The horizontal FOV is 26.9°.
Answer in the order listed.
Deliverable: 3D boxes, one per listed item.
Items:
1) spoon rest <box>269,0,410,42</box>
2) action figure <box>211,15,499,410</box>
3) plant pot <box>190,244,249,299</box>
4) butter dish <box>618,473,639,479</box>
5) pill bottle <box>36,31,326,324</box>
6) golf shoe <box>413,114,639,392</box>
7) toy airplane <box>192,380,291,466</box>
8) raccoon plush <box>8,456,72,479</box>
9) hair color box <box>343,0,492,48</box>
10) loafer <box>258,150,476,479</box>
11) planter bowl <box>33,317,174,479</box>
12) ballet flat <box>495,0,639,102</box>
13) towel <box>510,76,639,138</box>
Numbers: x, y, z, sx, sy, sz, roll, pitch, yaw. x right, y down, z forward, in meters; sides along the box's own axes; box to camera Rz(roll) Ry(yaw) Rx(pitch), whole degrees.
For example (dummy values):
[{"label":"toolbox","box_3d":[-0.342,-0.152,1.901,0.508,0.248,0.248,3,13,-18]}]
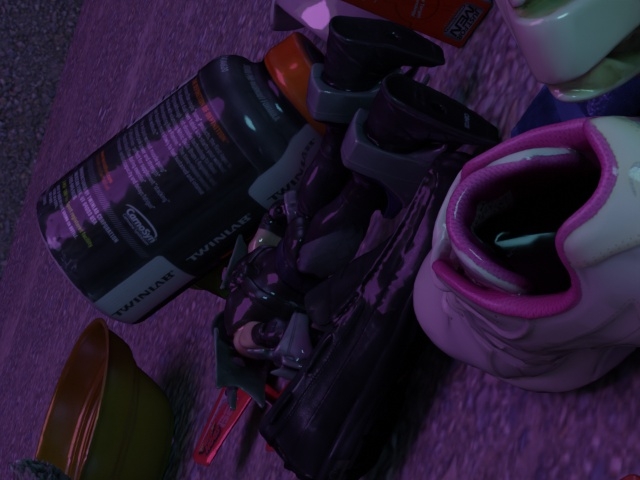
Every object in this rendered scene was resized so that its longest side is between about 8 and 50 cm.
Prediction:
[{"label":"spoon rest","box_3d":[0.000,-0.215,1.088,0.137,0.084,0.276,-64,22,18]},{"label":"action figure","box_3d":[0.000,0.000,0.884,0.285,0.099,0.185,-59,27,35]},{"label":"plant pot","box_3d":[-0.077,0.016,1.111,0.079,0.083,0.083,34,105,56]},{"label":"butter dish","box_3d":[0.067,0.182,0.511,0.160,0.118,0.160,-59,24,31]},{"label":"pill bottle","box_3d":[-0.087,-0.053,1.022,0.246,0.130,0.130,-36,31,14]},{"label":"golf shoe","box_3d":[0.096,-0.001,0.566,0.306,0.140,0.115,161,122,-67]},{"label":"toy airplane","box_3d":[-0.045,0.108,1.001,0.151,0.028,0.151,-50,25,33]},{"label":"raccoon plush","box_3d":[-0.086,0.253,0.878,0.446,0.216,0.299,-20,33,29]},{"label":"hair color box","box_3d":[0.038,-0.184,0.872,0.043,0.141,0.072,-55,25,39]},{"label":"loafer","box_3d":[0.027,0.043,0.772,0.076,0.078,0.223,-18,-43,-62]},{"label":"planter bowl","box_3d":[-0.193,0.186,1.226,0.217,0.090,0.217,-53,27,43]},{"label":"ballet flat","box_3d":[0.132,-0.094,0.471,0.106,0.107,0.316,-43,31,-20]},{"label":"towel","box_3d":[0.137,-0.075,0.682,0.119,0.029,0.067,-56,25,35]}]
